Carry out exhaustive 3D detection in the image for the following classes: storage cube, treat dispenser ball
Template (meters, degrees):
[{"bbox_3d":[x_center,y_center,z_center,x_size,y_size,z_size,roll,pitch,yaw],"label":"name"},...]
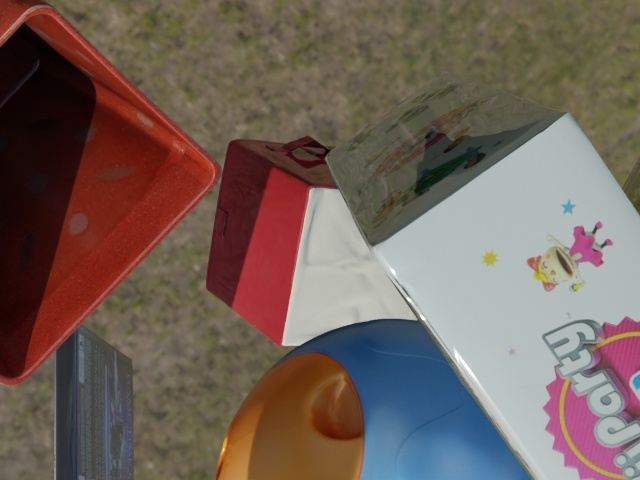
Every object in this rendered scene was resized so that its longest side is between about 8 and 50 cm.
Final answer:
[{"bbox_3d":[0.000,0.000,1.563,0.183,0.193,0.215,2,107,-32],"label":"storage cube"},{"bbox_3d":[0.057,0.207,1.106,0.288,0.288,0.288,-34,152,-21],"label":"treat dispenser ball"}]

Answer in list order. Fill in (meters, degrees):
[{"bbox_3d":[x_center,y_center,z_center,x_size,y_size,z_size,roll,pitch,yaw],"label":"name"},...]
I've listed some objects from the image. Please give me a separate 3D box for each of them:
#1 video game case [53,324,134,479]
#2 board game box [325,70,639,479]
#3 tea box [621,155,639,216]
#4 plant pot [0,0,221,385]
[{"bbox_3d":[-0.224,0.198,1.370,0.026,0.196,0.274,-3,167,2],"label":"video game case"},{"bbox_3d":[0.107,0.041,0.666,0.097,0.224,0.303,-35,-170,3],"label":"board game box"},{"bbox_3d":[0.438,-0.013,1.039,0.220,0.329,0.323,-58,-177,-14],"label":"tea box"},{"bbox_3d":[-0.296,-0.085,1.156,0.267,0.236,0.267,-45,141,0],"label":"plant pot"}]
